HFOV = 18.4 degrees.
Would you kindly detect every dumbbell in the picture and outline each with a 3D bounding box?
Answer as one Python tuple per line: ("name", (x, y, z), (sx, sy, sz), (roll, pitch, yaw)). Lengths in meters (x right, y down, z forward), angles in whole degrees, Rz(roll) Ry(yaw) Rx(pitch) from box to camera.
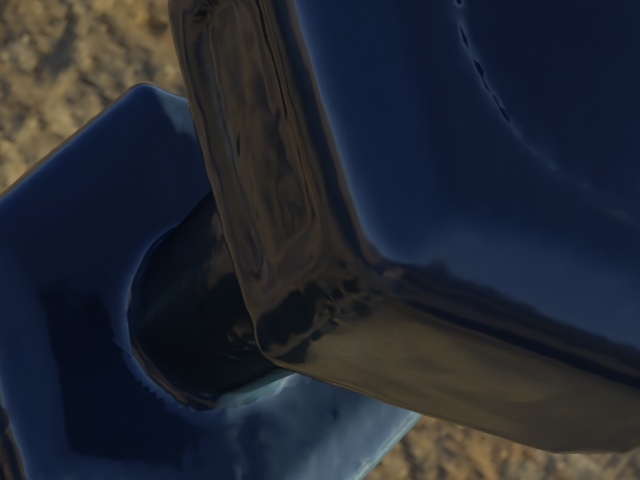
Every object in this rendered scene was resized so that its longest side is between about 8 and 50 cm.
("dumbbell", (0.000, 0.000, 0.512), (0.144, 0.325, 0.160), (47, 62, -5))
